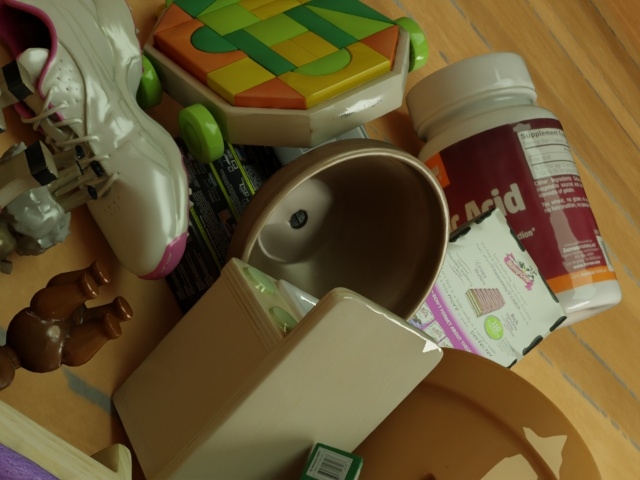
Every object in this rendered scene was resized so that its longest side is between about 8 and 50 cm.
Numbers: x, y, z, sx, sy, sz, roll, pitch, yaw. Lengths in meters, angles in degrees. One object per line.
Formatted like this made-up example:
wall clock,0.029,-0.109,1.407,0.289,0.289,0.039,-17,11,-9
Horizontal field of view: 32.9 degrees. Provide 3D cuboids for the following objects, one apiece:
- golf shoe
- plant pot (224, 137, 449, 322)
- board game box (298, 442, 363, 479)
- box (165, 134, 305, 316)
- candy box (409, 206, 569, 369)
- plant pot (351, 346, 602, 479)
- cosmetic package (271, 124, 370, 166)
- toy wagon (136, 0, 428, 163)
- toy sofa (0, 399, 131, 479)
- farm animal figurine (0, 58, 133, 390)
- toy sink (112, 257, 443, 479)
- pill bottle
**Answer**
golf shoe,-0.216,-0.101,0.988,0.140,0.115,0.306,0,61,-48
plant pot,0.000,0.000,1.064,0.237,0.237,0.110,34,4,-42
board game box,-0.050,0.338,0.842,0.046,0.213,0.317,19,33,9
box,-0.080,0.010,1.151,0.216,0.060,0.270,-29,93,-59
candy box,0.153,0.087,1.224,0.233,0.071,0.159,-33,91,-32
plant pot,0.105,0.278,1.057,0.203,0.291,0.291,-35,99,-43
cosmetic package,-0.004,-0.133,1.245,0.127,0.107,0.238,60,9,-22
toy wagon,-0.070,-0.203,1.116,0.267,0.344,0.068,-27,136,-25
toy sofa,-0.269,0.143,0.606,0.362,0.150,0.177,46,21,-39
farm animal figurine,-0.291,-0.042,0.744,0.330,0.172,0.326,58,7,-37
toy sink,-0.039,0.114,0.945,0.153,0.234,0.131,30,17,-44
pill bottle,0.272,-0.060,1.589,0.224,0.224,0.392,3,66,-57
